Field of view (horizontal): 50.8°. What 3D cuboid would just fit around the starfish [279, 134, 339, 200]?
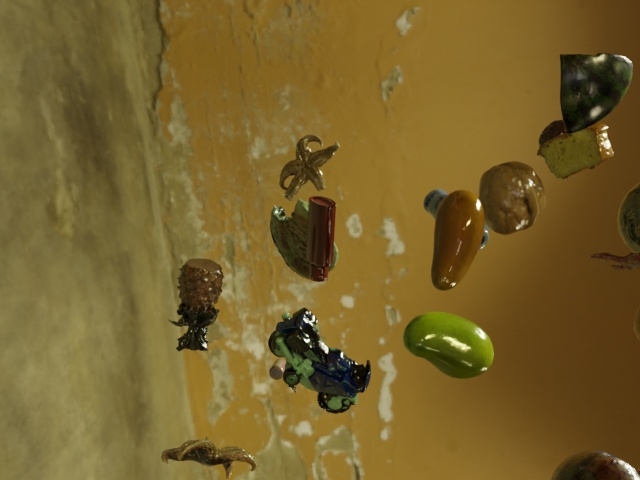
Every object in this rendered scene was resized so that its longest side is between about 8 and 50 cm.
[{"bbox_3d":[-0.033,-0.194,1.770,0.150,0.210,0.053,59,23,2],"label":"starfish"}]

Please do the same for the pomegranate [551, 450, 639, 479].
[{"bbox_3d":[0.806,0.693,1.822,0.285,0.341,0.284,164,-90,-77],"label":"pomegranate"}]

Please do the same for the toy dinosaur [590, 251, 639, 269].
[{"bbox_3d":[0.776,0.045,1.573,0.242,0.167,0.053,170,-69,-74],"label":"toy dinosaur"}]

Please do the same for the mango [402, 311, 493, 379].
[{"bbox_3d":[0.359,0.292,1.898,0.143,0.293,0.175,-31,-136,56],"label":"mango"}]

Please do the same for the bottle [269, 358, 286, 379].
[{"bbox_3d":[-0.131,0.398,2.094,0.096,0.045,0.045,-59,142,-82],"label":"bottle"}]

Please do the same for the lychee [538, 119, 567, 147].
[{"bbox_3d":[0.762,-0.319,2.161,0.129,0.123,0.123,53,24,-51],"label":"lychee"}]

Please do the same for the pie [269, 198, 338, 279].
[{"bbox_3d":[-0.058,0.000,2.314,0.067,0.303,0.302,-38,131,-42],"label":"pie"}]

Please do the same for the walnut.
[{"bbox_3d":[0.420,-0.096,1.495,0.149,0.167,0.166,25,-51,54],"label":"walnut"}]

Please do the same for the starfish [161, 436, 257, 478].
[{"bbox_3d":[-0.278,0.546,1.698,0.216,0.238,0.071,90,7,-64],"label":"starfish"}]

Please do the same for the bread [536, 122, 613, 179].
[{"bbox_3d":[0.601,-0.210,1.581,0.103,0.065,0.187,64,-29,1],"label":"bread"}]

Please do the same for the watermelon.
[{"bbox_3d":[0.593,-0.333,1.446,0.137,0.145,0.193,-68,148,-43],"label":"watermelon"}]

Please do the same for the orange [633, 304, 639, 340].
[{"bbox_3d":[0.964,0.239,1.782,0.183,0.249,0.249,84,-1,-57],"label":"orange"}]

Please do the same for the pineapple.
[{"bbox_3d":[-0.404,0.217,2.161,0.141,0.170,0.310,29,-67,50],"label":"pineapple"}]

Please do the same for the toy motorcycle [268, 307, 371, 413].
[{"bbox_3d":[0.009,0.323,1.762,0.331,0.196,0.125,52,23,-21],"label":"toy motorcycle"}]

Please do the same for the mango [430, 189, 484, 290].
[{"bbox_3d":[0.238,0.001,1.176,0.102,0.085,0.184,35,65,-66],"label":"mango"}]

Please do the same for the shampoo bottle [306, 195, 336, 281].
[{"bbox_3d":[0.000,0.000,2.076,0.102,0.064,0.260,26,-59,45],"label":"shampoo bottle"}]

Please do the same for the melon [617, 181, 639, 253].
[{"bbox_3d":[0.933,-0.063,1.770,0.249,0.329,0.248,27,-55,48],"label":"melon"}]

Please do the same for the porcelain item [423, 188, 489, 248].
[{"bbox_3d":[0.414,-0.064,2.056,0.259,0.141,0.141,-129,-155,-49],"label":"porcelain item"}]
